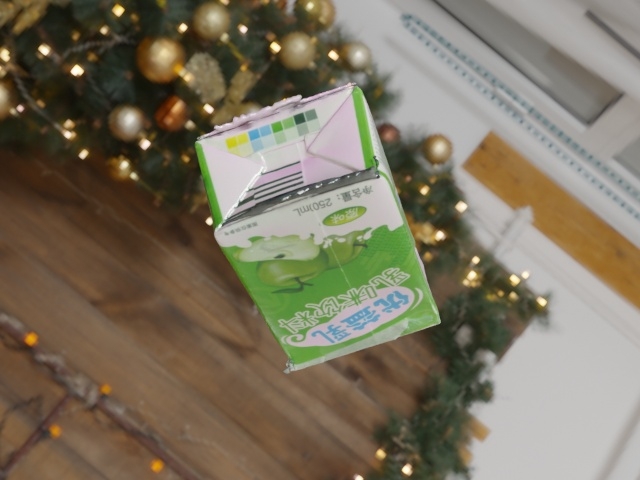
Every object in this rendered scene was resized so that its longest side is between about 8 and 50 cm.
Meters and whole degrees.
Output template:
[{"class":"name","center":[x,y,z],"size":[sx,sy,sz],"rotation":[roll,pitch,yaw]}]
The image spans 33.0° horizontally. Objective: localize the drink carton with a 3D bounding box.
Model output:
[{"class":"drink carton","center":[0.000,0.000,0.981],"size":[0.161,0.108,0.271],"rotation":[-18,143,6]}]
